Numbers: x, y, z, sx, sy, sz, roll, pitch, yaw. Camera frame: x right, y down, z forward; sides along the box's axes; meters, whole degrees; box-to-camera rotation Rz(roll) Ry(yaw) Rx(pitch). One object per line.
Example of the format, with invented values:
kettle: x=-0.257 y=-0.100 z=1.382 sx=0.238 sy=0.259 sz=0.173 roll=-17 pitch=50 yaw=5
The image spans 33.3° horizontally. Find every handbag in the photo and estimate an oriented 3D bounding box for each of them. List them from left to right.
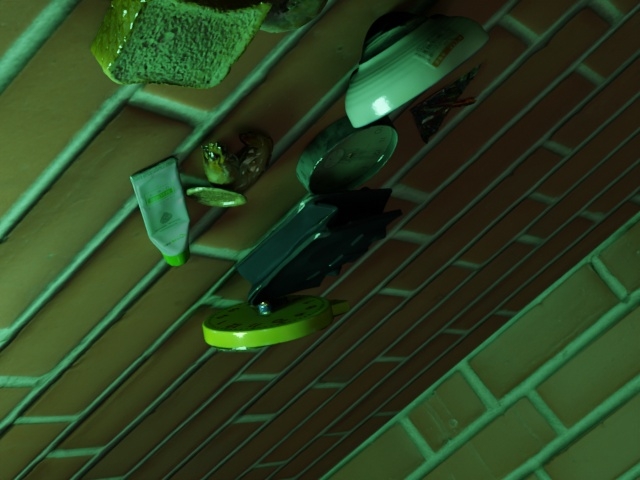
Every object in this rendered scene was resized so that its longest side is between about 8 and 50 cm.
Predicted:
handbag: x=0.000 y=0.000 z=2.188 sx=0.269 sy=0.118 sz=0.325 roll=-10 pitch=159 yaw=-42

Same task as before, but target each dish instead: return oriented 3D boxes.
dish: x=0.135 y=-0.319 z=1.800 sx=0.273 sy=0.134 sz=0.273 roll=-33 pitch=-171 yaw=6

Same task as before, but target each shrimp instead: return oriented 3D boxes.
shrimp: x=-0.142 y=-0.142 z=1.859 sx=0.133 sy=0.053 sz=0.236 roll=-31 pitch=160 yaw=2
shrimp: x=-0.035 y=-0.388 z=1.550 sx=0.143 sy=0.052 sz=0.251 roll=-12 pitch=147 yaw=-27

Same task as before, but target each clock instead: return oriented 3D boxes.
clock: x=-0.111 y=0.157 z=2.277 sx=0.277 sy=0.071 sz=0.293 roll=-2 pitch=-166 yaw=34
clock: x=0.055 y=-0.165 z=2.078 sx=0.215 sy=0.042 sz=0.215 roll=-28 pitch=155 yaw=-14

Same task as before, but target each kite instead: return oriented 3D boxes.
kite: x=0.253 y=-0.275 z=2.161 sx=0.189 sy=0.009 sz=0.232 roll=-12 pitch=148 yaw=-39

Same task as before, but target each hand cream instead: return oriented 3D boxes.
hand cream: x=-0.272 y=-0.048 z=1.895 sx=0.079 sy=0.050 sz=0.275 roll=-54 pitch=160 yaw=-27

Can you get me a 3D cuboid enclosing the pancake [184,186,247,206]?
pancake: x=-0.185 y=-0.078 z=1.901 sx=0.115 sy=0.011 sz=0.115 roll=3 pitch=166 yaw=1

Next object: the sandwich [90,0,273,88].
sandwich: x=-0.195 y=-0.296 z=1.491 sx=0.214 sy=0.065 sz=0.186 roll=-2 pitch=142 yaw=-45
